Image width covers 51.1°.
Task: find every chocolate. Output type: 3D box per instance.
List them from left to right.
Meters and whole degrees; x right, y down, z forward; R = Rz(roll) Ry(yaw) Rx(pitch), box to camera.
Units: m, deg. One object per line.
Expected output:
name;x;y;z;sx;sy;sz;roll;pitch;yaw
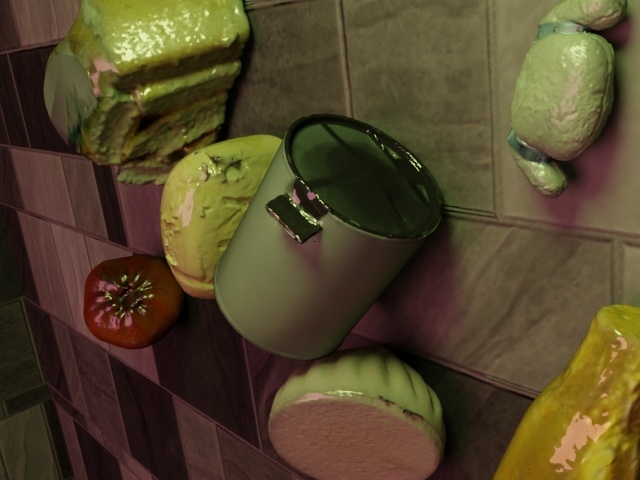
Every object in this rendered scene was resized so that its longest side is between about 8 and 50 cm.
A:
chocolate;0.288;0.270;0.758;0.162;0.162;0.445;36;127;36

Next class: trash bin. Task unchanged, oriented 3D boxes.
trash bin;0.000;0.000;0.891;0.217;0.277;0.262;47;130;16

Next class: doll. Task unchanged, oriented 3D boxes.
doll;0.241;-0.147;0.671;0.104;0.072;0.213;29;124;39

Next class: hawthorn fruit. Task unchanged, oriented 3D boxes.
hawthorn fruit;-0.428;0.143;1.535;0.224;0.224;0.261;64;163;7

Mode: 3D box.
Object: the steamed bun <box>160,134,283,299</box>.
steamed bun;-0.152;-0.048;1.071;0.166;0.232;0.272;37;136;40

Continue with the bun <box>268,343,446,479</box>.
bun;0.062;0.240;1.006;0.263;0.175;0.263;7;133;8

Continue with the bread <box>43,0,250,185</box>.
bread;-0.309;-0.287;1.132;0.239;0.264;0.395;58;142;25
